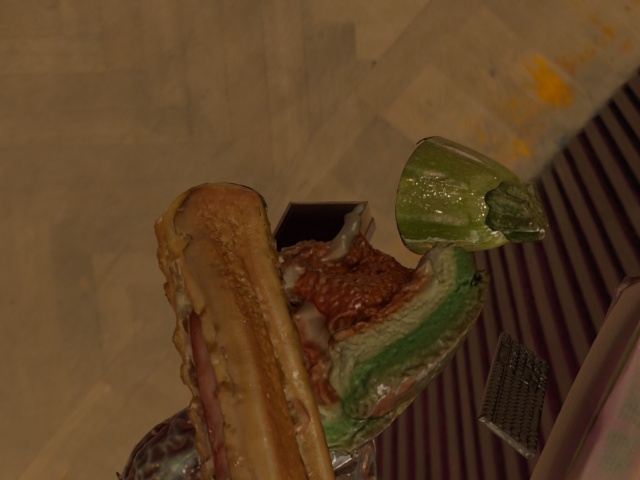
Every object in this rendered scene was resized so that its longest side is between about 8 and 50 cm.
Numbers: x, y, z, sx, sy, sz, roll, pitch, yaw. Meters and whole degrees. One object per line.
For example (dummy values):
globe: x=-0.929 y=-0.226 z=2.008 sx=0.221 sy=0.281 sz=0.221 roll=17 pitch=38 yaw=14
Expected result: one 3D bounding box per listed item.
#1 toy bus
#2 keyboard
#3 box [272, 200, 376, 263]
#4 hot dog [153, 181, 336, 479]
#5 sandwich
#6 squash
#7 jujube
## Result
toy bus: x=0.343 y=0.221 z=1.397 sx=0.162 sy=0.171 sz=0.386 roll=28 pitch=76 yaw=0
keyboard: x=0.184 y=0.141 z=1.197 sx=0.061 sy=0.204 sz=0.013 roll=37 pitch=112 yaw=1
box: x=0.000 y=0.000 z=1.122 sx=0.079 sy=0.083 sz=0.035 roll=0 pitch=130 yaw=23
hot dog: x=-0.040 y=0.106 z=0.736 sx=0.068 sy=0.083 sz=0.289 roll=-26 pitch=72 yaw=41
sandwich: x=0.027 y=0.056 z=0.977 sx=0.160 sy=0.185 sz=0.109 roll=36 pitch=134 yaw=8
squash: x=0.141 y=-0.029 z=1.040 sx=0.132 sy=0.105 sz=0.105 roll=12 pitch=114 yaw=40
jujube: x=-0.081 y=0.277 z=1.530 sx=0.317 sy=0.226 sz=0.226 roll=-20 pitch=107 yaw=-4
